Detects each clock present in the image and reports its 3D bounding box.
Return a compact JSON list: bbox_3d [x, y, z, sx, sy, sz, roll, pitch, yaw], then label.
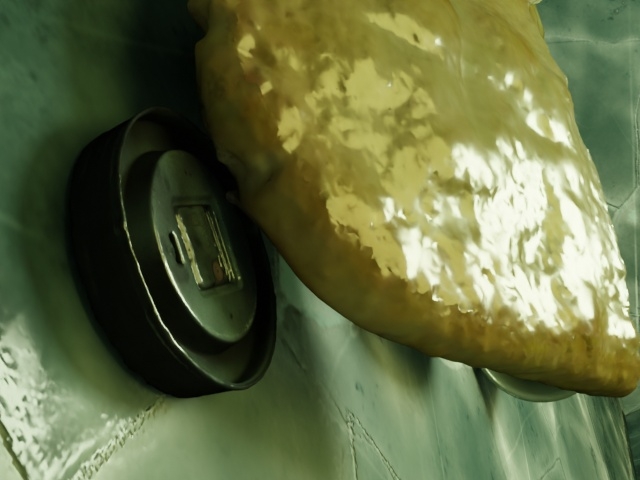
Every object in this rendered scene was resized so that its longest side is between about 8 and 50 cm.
[{"bbox_3d":[-0.086,0.009,0.549,0.184,0.040,0.184,55,24,-40],"label":"clock"}]

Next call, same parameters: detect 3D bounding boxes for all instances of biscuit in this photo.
[{"bbox_3d":[0.091,-0.108,0.712,0.446,0.104,0.429,18,58,-38],"label":"biscuit"}]

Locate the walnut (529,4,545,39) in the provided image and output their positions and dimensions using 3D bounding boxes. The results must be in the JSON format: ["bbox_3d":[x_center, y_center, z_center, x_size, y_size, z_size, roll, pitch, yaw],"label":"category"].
[{"bbox_3d":[0.231,-0.273,1.343,0.227,0.283,0.283,28,-22,51],"label":"walnut"}]

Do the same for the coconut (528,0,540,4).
[{"bbox_3d":[0.158,-0.455,1.099,0.404,0.405,0.404,52,28,-43],"label":"coconut"}]

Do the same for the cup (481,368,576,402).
[{"bbox_3d":[0.297,0.092,1.326,0.258,0.186,0.234,42,14,-1],"label":"cup"}]
